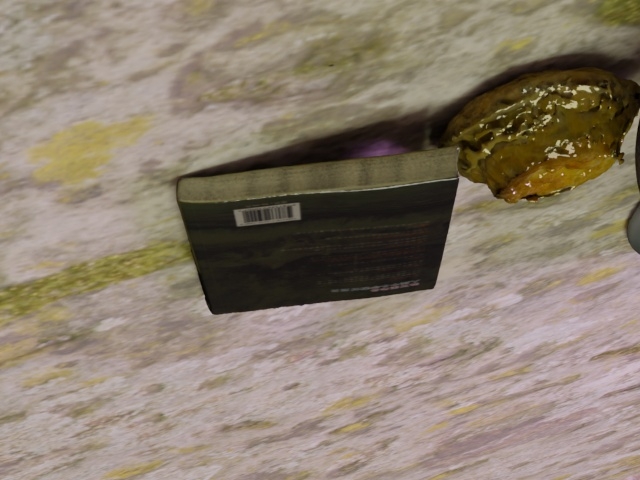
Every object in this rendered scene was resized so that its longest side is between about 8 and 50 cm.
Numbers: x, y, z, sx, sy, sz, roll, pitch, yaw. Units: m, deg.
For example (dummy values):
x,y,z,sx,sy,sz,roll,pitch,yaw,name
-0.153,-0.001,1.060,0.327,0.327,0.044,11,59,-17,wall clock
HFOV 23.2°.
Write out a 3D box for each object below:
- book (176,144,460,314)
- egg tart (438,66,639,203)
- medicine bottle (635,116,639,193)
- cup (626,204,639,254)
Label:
x,y,z,sx,sy,sz,roll,pitch,yaw,name
0.000,0.000,0.963,0.160,0.024,0.228,-7,163,-2,book
0.130,-0.058,0.906,0.130,0.052,0.130,-13,161,-5,egg tart
0.351,-0.034,0.904,0.322,0.151,0.151,12,150,-25,medicine bottle
0.425,0.009,1.191,0.347,0.163,0.347,-14,160,-5,cup
